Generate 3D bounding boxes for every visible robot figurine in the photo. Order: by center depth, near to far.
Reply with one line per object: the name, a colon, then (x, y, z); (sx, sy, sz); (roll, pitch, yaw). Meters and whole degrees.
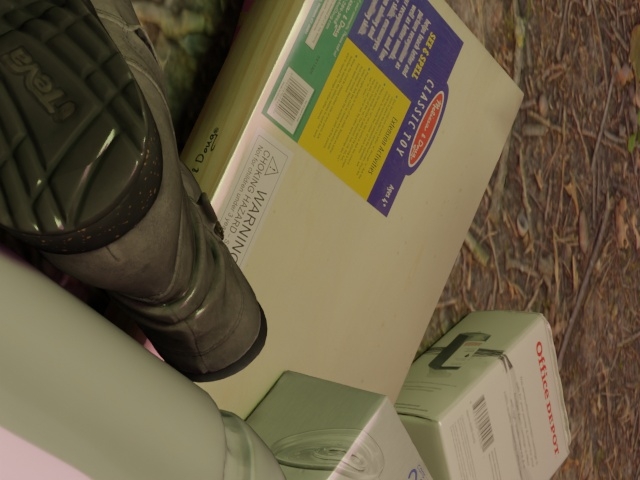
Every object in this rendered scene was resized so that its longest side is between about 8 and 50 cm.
robot figurine: (-0.151, 0.120, 0.498); (0.353, 0.200, 0.300); (41, 26, -22)

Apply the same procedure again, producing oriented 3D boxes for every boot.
boot: (-0.140, -0.092, 0.603); (0.223, 0.118, 0.338); (63, 7, -63)

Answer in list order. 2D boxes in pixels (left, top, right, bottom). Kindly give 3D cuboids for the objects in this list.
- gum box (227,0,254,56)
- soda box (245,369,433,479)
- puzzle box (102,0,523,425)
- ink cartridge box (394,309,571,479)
gum box: (0.016, -0.141, 0.878); (0.188, 0.062, 0.107); (34, 64, -48)
soda box: (-0.051, 0.218, 0.682); (0.286, 0.098, 0.091); (-49, 128, -29)
puzzle box: (0.000, 0.000, 0.799); (0.272, 0.052, 0.409); (36, 74, -46)
ink cartridge box: (0.141, 0.178, 1.019); (0.218, 0.092, 0.159); (-31, 114, -47)
